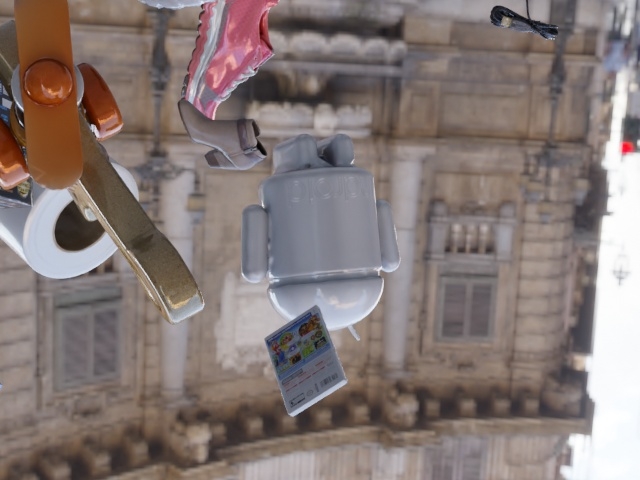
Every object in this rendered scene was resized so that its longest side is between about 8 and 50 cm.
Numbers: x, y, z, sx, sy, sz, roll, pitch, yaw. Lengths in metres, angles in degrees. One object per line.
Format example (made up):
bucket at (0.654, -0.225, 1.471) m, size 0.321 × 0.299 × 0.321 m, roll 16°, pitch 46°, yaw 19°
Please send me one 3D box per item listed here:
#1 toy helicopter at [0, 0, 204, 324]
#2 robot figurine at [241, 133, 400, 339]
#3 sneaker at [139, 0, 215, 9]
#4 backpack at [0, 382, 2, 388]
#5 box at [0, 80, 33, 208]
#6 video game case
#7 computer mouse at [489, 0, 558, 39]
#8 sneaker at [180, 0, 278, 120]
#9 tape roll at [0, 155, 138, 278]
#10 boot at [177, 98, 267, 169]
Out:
toy helicopter at (-0.213, -0.074, 0.936) m, size 0.140 × 0.235 × 0.355 m, roll -31°, pitch -115°, yaw -19°
robot figurine at (0.000, 0.000, 1.712) m, size 0.300 × 0.353 × 0.200 m, roll -5°, pitch 177°, yaw -25°
sneaker at (-0.165, -0.311, 0.971) m, size 0.105 × 0.115 × 0.281 m, roll -32°, pitch -130°, yaw -27°
backpack at (-0.647, 0.243, 1.686) m, size 0.173 × 0.158 × 0.117 m, roll 34°, pitch -165°, yaw 10°
box at (-0.410, -0.136, 1.194) m, size 0.051 × 0.175 × 0.220 m, roll -4°, pitch 175°, yaw 10°
video game case at (-0.020, 0.152, 1.288) m, size 0.011 × 0.087 × 0.122 m, roll 39°, pitch -157°, yaw -48°
computer mouse at (0.306, -0.396, 1.530) m, size 0.106 × 0.193 × 0.042 m, roll 6°, pitch 162°, yaw -11°
sneaker at (-0.154, -0.313, 1.755) m, size 0.136 × 0.313 × 0.116 m, roll 17°, pitch -153°, yaw 0°
tape roll at (-0.480, -0.074, 1.851) m, size 0.169 × 0.246 × 0.246 m, roll 36°, pitch -153°, yaw 31°
boot at (-0.124, -0.143, 1.321) m, size 0.087 × 0.118 × 0.042 m, roll -14°, pitch -147°, yaw 25°
